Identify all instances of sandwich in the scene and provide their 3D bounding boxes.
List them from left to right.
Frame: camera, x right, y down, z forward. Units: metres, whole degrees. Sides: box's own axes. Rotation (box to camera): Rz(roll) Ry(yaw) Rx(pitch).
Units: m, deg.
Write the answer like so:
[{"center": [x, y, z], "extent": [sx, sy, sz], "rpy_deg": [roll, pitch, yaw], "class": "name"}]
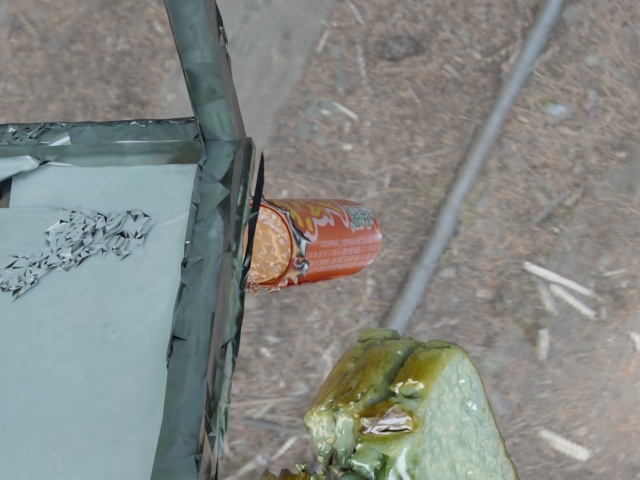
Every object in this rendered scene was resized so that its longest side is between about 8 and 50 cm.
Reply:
[{"center": [0.038, 0.219, 0.813], "extent": [0.095, 0.273, 0.249], "rpy_deg": [4, 129, 35], "class": "sandwich"}]

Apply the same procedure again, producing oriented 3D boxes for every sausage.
[{"center": [0.000, 0.000, 0.610], "extent": [0.050, 0.145, 0.048], "rpy_deg": [-9, 87, 22], "class": "sausage"}]

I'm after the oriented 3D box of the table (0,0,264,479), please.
[{"center": [-0.205, -0.032, 0.257], "extent": [0.335, 0.272, 0.222], "rpy_deg": [-1, 51, 8], "class": "table"}]
